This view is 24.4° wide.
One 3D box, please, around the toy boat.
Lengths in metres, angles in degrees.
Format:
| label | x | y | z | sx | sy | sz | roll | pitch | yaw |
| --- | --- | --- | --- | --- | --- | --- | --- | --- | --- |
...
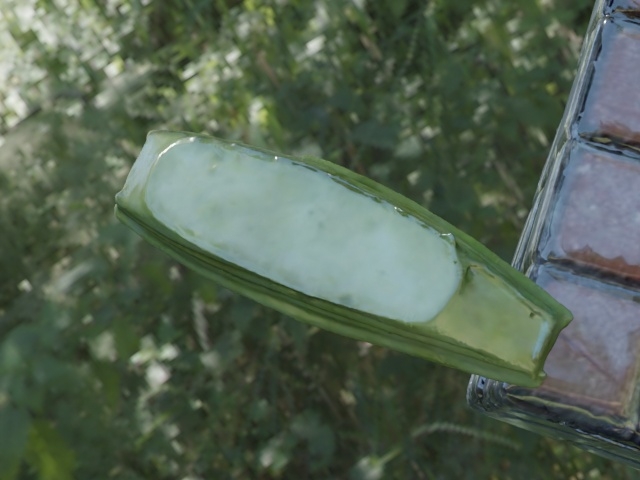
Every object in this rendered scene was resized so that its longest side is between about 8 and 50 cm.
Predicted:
| label | x | y | z | sx | sy | sz | roll | pitch | yaw |
| --- | --- | --- | --- | --- | --- | --- | --- | --- | --- |
| toy boat | 0.000 | 0.000 | 0.839 | 0.293 | 0.055 | 0.093 | 22 | 78 | 26 |

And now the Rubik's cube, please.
| label | x | y | z | sx | sy | sz | roll | pitch | yaw |
| --- | --- | --- | --- | --- | --- | --- | --- | --- | --- |
| Rubik's cube | 0.310 | 0.007 | 1.023 | 0.337 | 0.344 | 0.344 | 72 | -143 | -81 |
